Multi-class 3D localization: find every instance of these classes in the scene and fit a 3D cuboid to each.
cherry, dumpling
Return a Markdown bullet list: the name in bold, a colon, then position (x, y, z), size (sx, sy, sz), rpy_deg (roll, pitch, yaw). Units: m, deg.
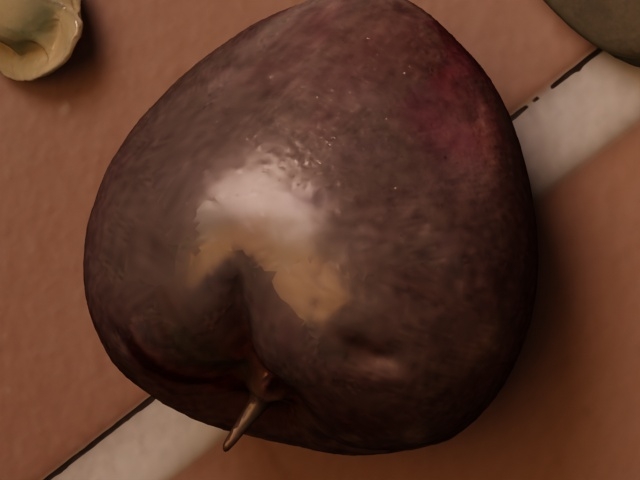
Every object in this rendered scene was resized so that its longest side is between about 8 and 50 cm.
- **cherry**: position (-0.003, -0.002, 0.724), size (0.176, 0.140, 0.176), rpy_deg (-8, 60, 14)
- **dumpling**: position (-0.133, -0.100, 0.850), size (0.077, 0.043, 0.059), rpy_deg (30, 117, 10)

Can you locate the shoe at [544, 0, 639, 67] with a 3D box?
- **shoe**: position (0.083, -0.146, 0.724), size (0.079, 0.078, 0.195), rpy_deg (-42, 65, 17)
